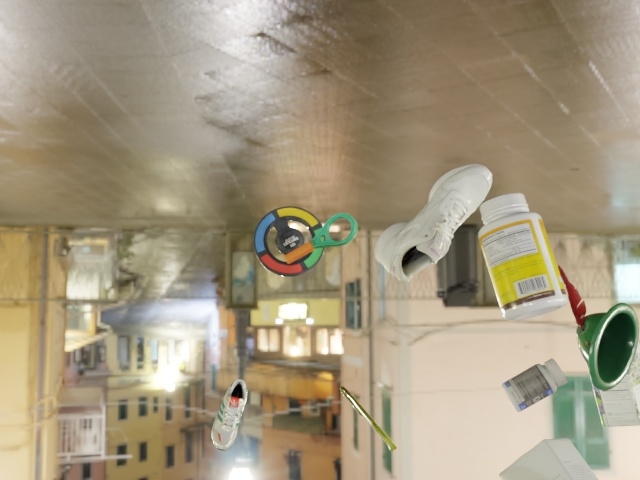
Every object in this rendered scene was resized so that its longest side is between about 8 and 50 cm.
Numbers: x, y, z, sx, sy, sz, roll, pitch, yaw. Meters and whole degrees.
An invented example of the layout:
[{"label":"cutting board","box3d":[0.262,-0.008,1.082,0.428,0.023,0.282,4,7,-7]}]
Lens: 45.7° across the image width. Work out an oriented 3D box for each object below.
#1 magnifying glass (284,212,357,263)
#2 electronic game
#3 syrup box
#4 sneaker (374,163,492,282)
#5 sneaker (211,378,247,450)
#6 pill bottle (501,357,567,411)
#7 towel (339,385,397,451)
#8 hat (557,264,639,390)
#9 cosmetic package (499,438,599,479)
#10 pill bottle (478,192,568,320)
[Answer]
[{"label":"magnifying glass","box3d":[0.000,0.000,2.147,0.231,0.092,0.026,-30,151,15]},{"label":"electronic game","box3d":[-0.096,0.002,2.376,0.230,0.229,0.048,0,163,-2]},{"label":"syrup box","box3d":[0.688,0.303,1.761,0.093,0.236,0.096,-12,176,-42]},{"label":"sneaker","box3d":[0.257,-0.028,1.604,0.114,0.305,0.152,39,-168,-29]},{"label":"sneaker","box3d":[-0.201,0.380,1.681,0.057,0.161,0.075,16,146,1]},{"label":"pill bottle","box3d":[0.503,0.338,1.786,0.137,0.078,0.078,-31,170,5]},{"label":"towel","box3d":[0.114,0.439,1.885,0.021,0.102,0.237,-42,-162,-6]},{"label":"hat","box3d":[0.539,0.190,1.583,0.184,0.208,0.173,13,145,49]},{"label":"cosmetic package","box3d":[0.554,0.583,1.785,0.151,0.183,0.151,17,124,-48]},{"label":"pill bottle","box3d":[0.355,0.028,1.362,0.117,0.214,0.117,-12,164,-4]}]
